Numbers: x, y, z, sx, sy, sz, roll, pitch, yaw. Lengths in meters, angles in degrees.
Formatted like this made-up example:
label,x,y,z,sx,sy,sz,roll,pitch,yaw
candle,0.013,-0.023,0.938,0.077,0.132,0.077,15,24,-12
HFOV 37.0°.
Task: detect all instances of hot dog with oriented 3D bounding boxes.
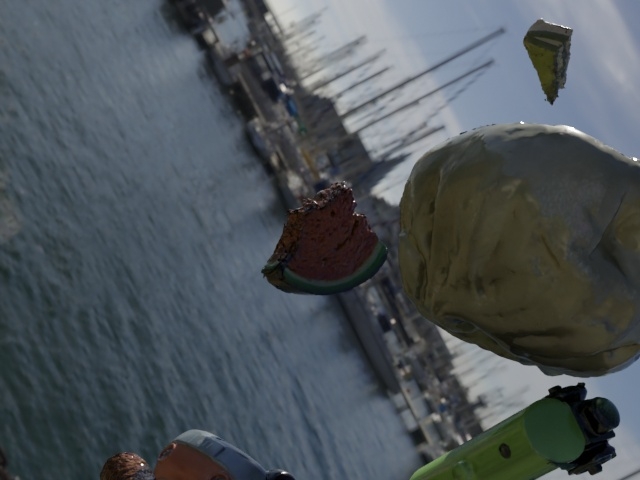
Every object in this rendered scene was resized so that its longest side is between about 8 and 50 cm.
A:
label,x,y,z,sx,sy,sz,roll,pitch,yaw
hot dog,-0.212,0.267,1.052,0.083,0.058,0.035,34,-33,58

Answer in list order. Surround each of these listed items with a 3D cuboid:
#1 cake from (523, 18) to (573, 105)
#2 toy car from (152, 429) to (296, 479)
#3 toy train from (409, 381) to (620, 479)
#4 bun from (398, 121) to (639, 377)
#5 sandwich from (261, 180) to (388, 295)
label,x,y,z,sx,sy,sz,roll,pitch,yaw
cake,0.318,-0.234,1.283,0.055,0.051,0.140,20,-20,37
toy car,-0.138,0.388,1.213,0.180,0.212,0.270,14,-46,44
toy train,0.204,0.240,1.040,0.157,0.253,0.105,-4,63,-37
bun,0.231,0.032,1.061,0.360,0.211,0.359,23,-19,8
sandwich,-0.006,0.010,1.389,0.235,0.079,0.159,-34,118,-43
